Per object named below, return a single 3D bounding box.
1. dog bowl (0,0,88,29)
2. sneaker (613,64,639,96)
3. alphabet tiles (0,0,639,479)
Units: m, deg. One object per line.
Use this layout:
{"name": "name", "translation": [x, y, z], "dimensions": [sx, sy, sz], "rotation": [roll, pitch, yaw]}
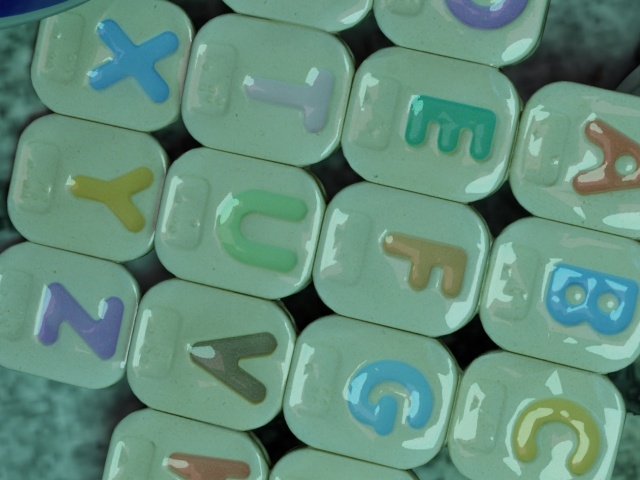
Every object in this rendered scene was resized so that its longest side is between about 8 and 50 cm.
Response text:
{"name": "dog bowl", "translation": [-0.143, -0.216, 0.717], "dimensions": [0.265, 0.104, 0.265], "rotation": [1, 85, -15]}
{"name": "sneaker", "translation": [0.240, -0.048, 0.788], "dimensions": [0.305, 0.152, 0.114], "rotation": [-20, 101, -2]}
{"name": "alphabet tiles", "translation": [0.000, 0.000, 0.791], "dimensions": [0.278, 0.021, 0.284], "rotation": [14, 95, 9]}
